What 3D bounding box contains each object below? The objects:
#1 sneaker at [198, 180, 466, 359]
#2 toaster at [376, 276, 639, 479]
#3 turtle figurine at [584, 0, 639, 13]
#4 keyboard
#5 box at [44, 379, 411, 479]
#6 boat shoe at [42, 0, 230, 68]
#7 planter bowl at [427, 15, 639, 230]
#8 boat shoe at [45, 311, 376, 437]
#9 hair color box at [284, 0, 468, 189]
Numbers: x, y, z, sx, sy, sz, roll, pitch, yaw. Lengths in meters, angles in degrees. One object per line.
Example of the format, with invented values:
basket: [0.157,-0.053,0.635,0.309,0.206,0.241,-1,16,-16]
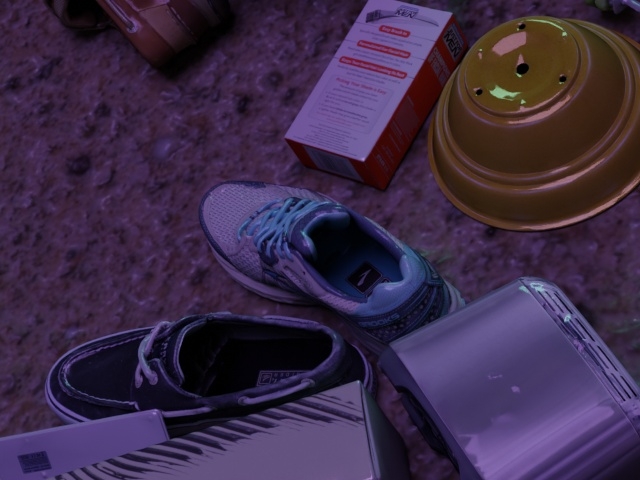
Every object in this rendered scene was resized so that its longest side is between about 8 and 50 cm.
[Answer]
sneaker: [0.000,0.000,1.357,0.283,0.122,0.110,26,72,35]
toaster: [0.155,0.135,1.198,0.146,0.129,0.227,-33,51,-1]
turtle figurine: [0.215,-0.303,1.404,0.266,0.198,0.275,-8,48,28]
keyboard: [-0.237,0.196,1.371,0.256,0.014,0.072,-13,98,21]
box: [-0.071,0.208,1.265,0.275,0.113,0.094,-18,53,11]
boat shoe: [-0.235,-0.276,1.645,0.324,0.122,0.120,34,81,37]
planter bowl: [0.181,-0.123,1.375,0.217,0.090,0.217,-12,55,17]
boat shoe: [-0.108,0.107,1.349,0.301,0.102,0.108,0,60,24]
hair color box: [0.052,-0.135,1.465,0.093,0.053,0.167,19,70,34]
